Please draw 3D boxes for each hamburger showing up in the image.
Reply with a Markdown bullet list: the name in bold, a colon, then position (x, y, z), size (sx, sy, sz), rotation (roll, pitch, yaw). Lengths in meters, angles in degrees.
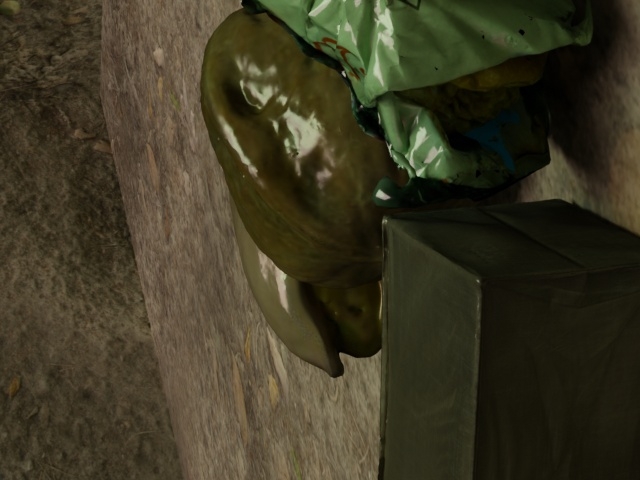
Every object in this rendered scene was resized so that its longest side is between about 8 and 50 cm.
- **hamburger**: position (0.093, -0.168, 0.799), size (0.276, 0.260, 0.150), rotation (53, 135, -4)

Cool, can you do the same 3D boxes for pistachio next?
- **pistachio**: position (0.000, 0.000, 1.200), size (0.197, 0.166, 0.288), rotation (78, 180, -69)

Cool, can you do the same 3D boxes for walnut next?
- **walnut**: position (0.018, -0.099, 0.986), size (0.227, 0.283, 0.283), rotation (-41, 50, 34)

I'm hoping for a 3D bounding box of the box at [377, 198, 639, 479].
- **box**: position (0.135, 0.105, 0.804), size (0.149, 0.155, 0.231), rotation (-142, 50, -64)
